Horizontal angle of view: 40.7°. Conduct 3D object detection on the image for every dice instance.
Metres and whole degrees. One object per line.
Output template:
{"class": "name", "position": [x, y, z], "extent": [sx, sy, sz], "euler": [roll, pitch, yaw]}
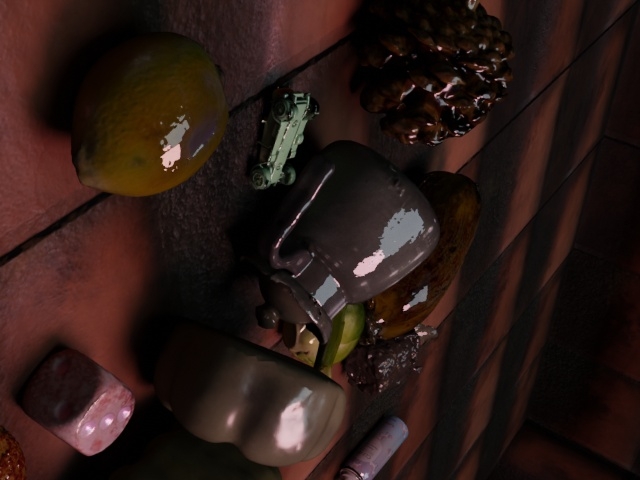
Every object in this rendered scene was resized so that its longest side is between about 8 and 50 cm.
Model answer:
{"class": "dice", "position": [-0.279, 0.188, 1.001], "extent": [0.091, 0.094, 0.093], "euler": [-56, 154, -19]}

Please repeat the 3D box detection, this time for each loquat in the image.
{"class": "loquat", "position": [-0.175, -0.123, 0.872], "extent": [0.195, 0.152, 0.152], "euler": [-43, 147, -23]}

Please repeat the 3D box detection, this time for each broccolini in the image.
{"class": "broccolini", "position": [0.025, 0.097, 1.378], "extent": [0.074, 0.079, 0.392], "euler": [49, 51, -52]}

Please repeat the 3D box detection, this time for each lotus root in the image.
{"class": "lotus root", "position": [0.176, 0.032, 1.607], "extent": [0.397, 0.179, 0.195], "euler": [-51, 149, -28]}

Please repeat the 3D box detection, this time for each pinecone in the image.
{"class": "pinecone", "position": [0.170, -0.256, 1.276], "extent": [0.243, 0.244, 0.257], "euler": [-39, 139, -42]}

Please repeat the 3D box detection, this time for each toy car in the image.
{"class": "toy car", "position": [-0.054, -0.138, 1.177], "extent": [0.073, 0.054, 0.143], "euler": [-20, 137, -53]}

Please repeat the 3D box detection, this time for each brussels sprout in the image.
{"class": "brussels sprout", "position": [0.005, 0.144, 1.465], "extent": [0.155, 0.117, 0.155], "euler": [-18, 132, -21]}

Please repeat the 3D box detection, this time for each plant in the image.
{"class": "plant", "position": [0.141, 0.223, 1.777], "extent": [0.203, 0.142, 0.131], "euler": [-33, 131, -33]}

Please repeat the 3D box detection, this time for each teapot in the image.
{"class": "teapot", "position": [0.016, 0.017, 1.217], "extent": [0.285, 0.223, 0.305], "euler": [-47, -176, -11]}

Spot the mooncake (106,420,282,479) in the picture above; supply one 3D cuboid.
{"class": "mooncake", "position": [-0.213, 0.415, 1.198], "extent": [0.351, 0.187, 0.351], "euler": [-46, 162, -20]}

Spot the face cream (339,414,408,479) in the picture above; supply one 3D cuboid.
{"class": "face cream", "position": [0.121, 0.513, 2.050], "extent": [0.229, 0.075, 0.075], "euler": [-41, 145, -41]}

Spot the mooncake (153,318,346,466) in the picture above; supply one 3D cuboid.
{"class": "mooncake", "position": [-0.098, 0.205, 1.168], "extent": [0.135, 0.275, 0.275], "euler": [-66, 154, -3]}

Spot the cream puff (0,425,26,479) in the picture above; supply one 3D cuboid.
{"class": "cream puff", "position": [-0.374, 0.260, 0.904], "extent": [0.149, 0.084, 0.149], "euler": [-39, 143, -38]}
